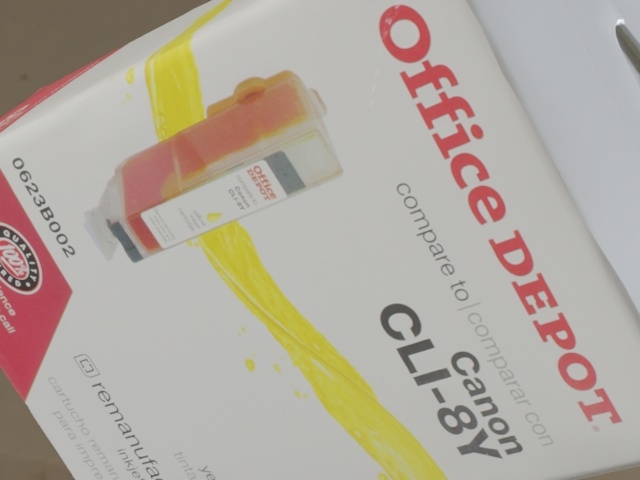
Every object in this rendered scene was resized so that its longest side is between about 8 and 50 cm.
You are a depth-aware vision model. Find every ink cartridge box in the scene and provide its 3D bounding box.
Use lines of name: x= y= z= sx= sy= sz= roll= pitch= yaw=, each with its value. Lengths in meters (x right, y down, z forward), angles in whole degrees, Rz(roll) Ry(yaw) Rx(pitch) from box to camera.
ink cartridge box: x=0.000 y=0.000 z=0.776 sx=0.384 sy=0.160 sz=0.279 roll=-21 pitch=-75 yaw=36
